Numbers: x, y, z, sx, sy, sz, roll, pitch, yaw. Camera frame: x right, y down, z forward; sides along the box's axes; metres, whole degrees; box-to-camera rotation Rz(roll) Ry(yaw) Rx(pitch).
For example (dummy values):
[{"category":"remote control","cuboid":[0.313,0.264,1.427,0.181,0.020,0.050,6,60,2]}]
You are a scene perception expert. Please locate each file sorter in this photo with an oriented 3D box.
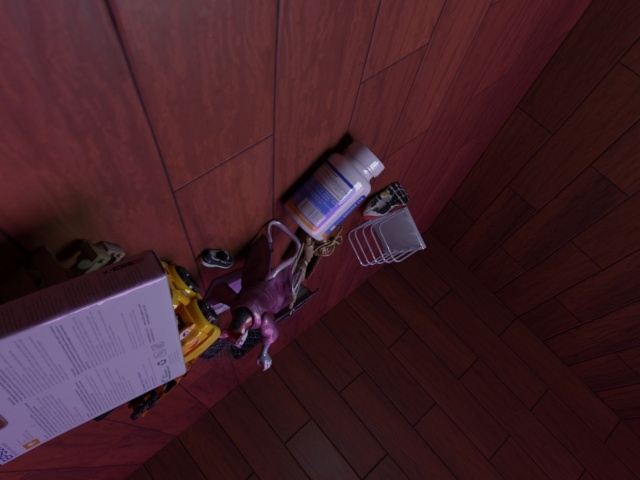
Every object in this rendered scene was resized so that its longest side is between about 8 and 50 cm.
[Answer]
[{"category":"file sorter","cuboid":[0.272,-0.005,1.916,0.173,0.193,0.277,-28,-174,-26]}]

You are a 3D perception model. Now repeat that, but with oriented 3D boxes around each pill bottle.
[{"category":"pill bottle","cuboid":[0.042,-0.143,1.219,0.272,0.152,0.152,-45,164,8]}]

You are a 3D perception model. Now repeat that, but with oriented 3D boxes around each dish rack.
[{"category":"dish rack","cuboid":[-0.324,0.376,1.668,0.208,0.074,0.271,-41,153,11]}]

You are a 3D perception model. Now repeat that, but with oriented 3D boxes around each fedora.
[{"category":"fedora","cuboid":[-0.135,0.236,1.844,0.243,0.124,0.275,-35,172,-17]}]

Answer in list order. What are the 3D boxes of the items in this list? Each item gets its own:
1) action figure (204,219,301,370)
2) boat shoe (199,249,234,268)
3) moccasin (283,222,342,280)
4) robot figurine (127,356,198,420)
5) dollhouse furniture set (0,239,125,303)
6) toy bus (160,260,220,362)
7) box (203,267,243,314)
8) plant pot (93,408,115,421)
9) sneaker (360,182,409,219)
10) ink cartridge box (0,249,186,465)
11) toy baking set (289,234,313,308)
[{"category":"action figure","cuboid":[-0.156,0.159,1.194,0.276,0.248,0.370,-50,-173,23]},{"category":"boat shoe","cuboid":[-0.265,0.044,1.168,0.038,0.046,0.125,-43,157,18]},{"category":"moccasin","cuboid":[-0.002,0.001,1.500,0.139,0.147,0.380,-23,155,-51]},{"category":"robot figurine","cuboid":[-0.545,0.484,1.524,0.291,0.085,0.211,-44,-176,3]},{"category":"dollhouse furniture set","cuboid":[-0.413,0.087,0.763,0.144,0.123,0.151,-43,165,2]},{"category":"toy bus","cuboid":[-0.337,0.135,0.925,0.149,0.220,0.211,-37,157,-7]},{"category":"box","cuboid":[-0.306,0.171,1.413,0.145,0.038,0.186,-25,158,-49]},{"category":"plant pot","cuboid":[-0.469,0.233,0.941,0.188,0.187,0.167,-37,152,-20]},{"category":"sneaker","cuboid":[0.268,-0.163,1.879,0.279,0.107,0.118,-25,175,-40]},{"category":"ink cartridge box","cuboid":[-0.392,0.192,0.700,0.330,0.071,0.324,-22,146,-27]},{"category":"toy baking set","cuboid":[-0.052,0.086,1.260,0.256,0.030,0.197,96,7,-59]}]
